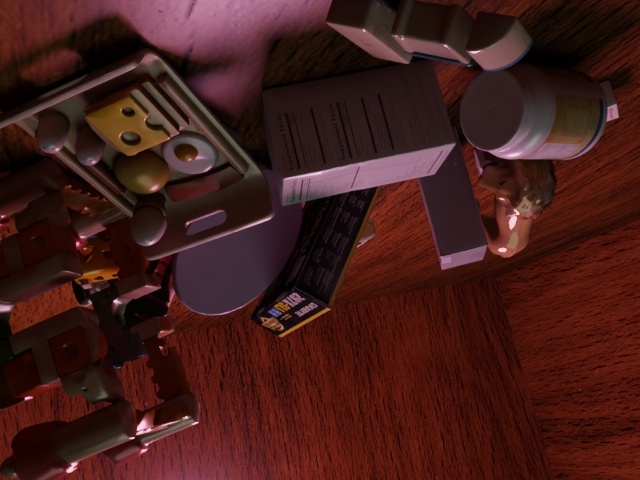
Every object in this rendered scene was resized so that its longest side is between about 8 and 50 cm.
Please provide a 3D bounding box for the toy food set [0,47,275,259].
[{"bbox_3d":[-0.228,-0.090,0.871,0.220,0.092,0.306,-18,142,19],"label":"toy food set"}]

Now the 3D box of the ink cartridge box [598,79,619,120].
[{"bbox_3d":[0.476,-0.237,1.248,0.123,0.052,0.088,-20,166,23],"label":"ink cartridge box"}]

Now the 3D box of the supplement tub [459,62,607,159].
[{"bbox_3d":[0.329,-0.198,1.056,0.200,0.144,0.144,-4,164,-35],"label":"supplement tub"}]

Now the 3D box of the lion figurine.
[{"bbox_3d":[0.365,-0.070,1.303,0.142,0.240,0.392,-13,145,8],"label":"lion figurine"}]

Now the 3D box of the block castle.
[{"bbox_3d":[-0.388,0.127,1.048,0.213,0.453,0.303,-23,167,8],"label":"block castle"}]

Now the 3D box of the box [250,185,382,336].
[{"bbox_3d":[0.000,0.000,1.238,0.079,0.321,0.257,30,153,-12],"label":"box"}]

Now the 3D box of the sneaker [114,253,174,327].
[{"bbox_3d":[-0.319,0.075,1.363,0.313,0.116,0.136,-57,180,-3],"label":"sneaker"}]

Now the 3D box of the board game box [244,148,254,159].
[{"bbox_3d":[-0.170,-0.131,1.115,0.090,0.020,0.090,-18,168,22],"label":"board game box"}]

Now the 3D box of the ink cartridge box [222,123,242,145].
[{"bbox_3d":[-0.196,-0.135,0.974,0.104,0.061,0.181,-18,166,18],"label":"ink cartridge box"}]

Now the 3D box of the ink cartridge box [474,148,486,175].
[{"bbox_3d":[0.435,-0.174,1.490,0.181,0.056,0.225,-16,166,12],"label":"ink cartridge box"}]

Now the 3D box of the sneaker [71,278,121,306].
[{"bbox_3d":[-0.465,0.080,1.577,0.118,0.110,0.292,-14,-178,-44],"label":"sneaker"}]

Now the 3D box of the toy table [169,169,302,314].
[{"bbox_3d":[-0.165,-0.002,1.193,0.274,0.252,0.161,-43,-162,-19],"label":"toy table"}]

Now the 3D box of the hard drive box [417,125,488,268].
[{"bbox_3d":[0.245,-0.075,1.307,0.089,0.232,0.181,-15,167,8],"label":"hard drive box"}]

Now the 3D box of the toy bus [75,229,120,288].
[{"bbox_3d":[-0.473,0.043,1.374,0.202,0.104,0.191,-23,164,35],"label":"toy bus"}]

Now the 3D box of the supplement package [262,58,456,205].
[{"bbox_3d":[0.048,-0.153,0.983,0.244,0.133,0.139,-12,168,-7],"label":"supplement package"}]

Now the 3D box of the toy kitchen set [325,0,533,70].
[{"bbox_3d":[0.143,-0.274,0.725,0.207,0.166,0.122,22,-174,30],"label":"toy kitchen set"}]

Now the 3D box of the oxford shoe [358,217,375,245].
[{"bbox_3d":[0.027,0.000,1.661,0.169,0.130,0.449,-12,169,-15],"label":"oxford shoe"}]
